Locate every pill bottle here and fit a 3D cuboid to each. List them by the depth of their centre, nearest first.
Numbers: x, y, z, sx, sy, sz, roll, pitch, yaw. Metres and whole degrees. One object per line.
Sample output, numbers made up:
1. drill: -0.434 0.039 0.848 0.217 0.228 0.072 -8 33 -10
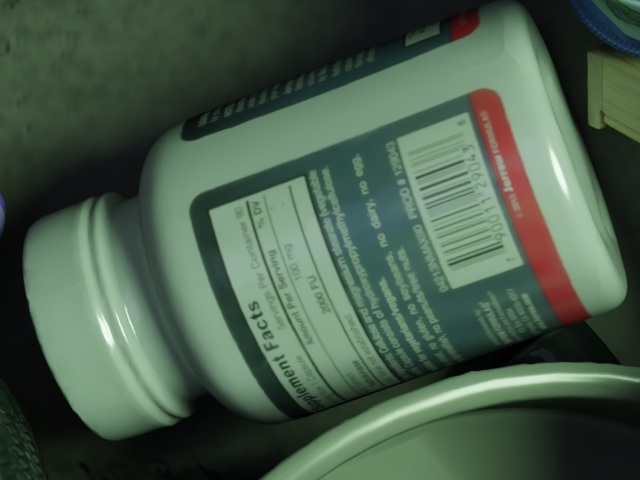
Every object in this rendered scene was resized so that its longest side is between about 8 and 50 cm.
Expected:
1. pill bottle: 0.000 0.000 0.641 0.180 0.108 0.108 -20 87 12

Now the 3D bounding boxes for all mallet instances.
1. mallet: 0.026 0.090 0.675 0.189 0.039 0.062 -29 91 15

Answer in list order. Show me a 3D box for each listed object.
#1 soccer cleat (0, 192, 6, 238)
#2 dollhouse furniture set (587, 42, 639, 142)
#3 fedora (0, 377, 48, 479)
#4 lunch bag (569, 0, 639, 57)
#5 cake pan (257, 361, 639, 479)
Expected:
1. soccer cleat: -0.199 0.068 0.707 0.248 0.083 0.095 -37 102 10
2. dollhouse furniture set: 0.207 -0.013 0.632 0.182 0.161 0.101 36 142 46
3. fedora: -0.165 0.195 0.574 0.152 0.334 0.334 0 91 -20
4. lunch bag: 0.174 -0.198 0.586 0.243 0.115 0.303 -7 82 11
5. cake pan: 0.064 0.181 0.604 0.293 0.054 0.293 -1 93 -15
